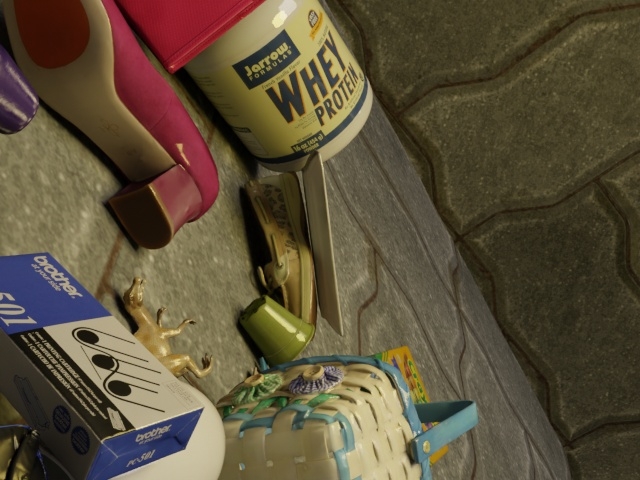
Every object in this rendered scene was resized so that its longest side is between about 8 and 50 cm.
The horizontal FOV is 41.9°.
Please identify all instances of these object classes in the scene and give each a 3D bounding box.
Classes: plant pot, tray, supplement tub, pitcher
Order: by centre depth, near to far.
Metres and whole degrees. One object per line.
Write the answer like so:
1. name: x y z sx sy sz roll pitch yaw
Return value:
1. pitcher: -0.145 0.198 0.655 0.177 0.125 0.207 49 20 12
2. plant pot: -0.065 0.117 1.123 0.079 0.083 0.083 46 22 -16
3. tray: 0.000 0.000 1.262 0.145 0.030 0.270 -105 -172 -81
4. supplement tub: -0.085 -0.293 1.332 0.325 0.235 0.235 52 22 -37

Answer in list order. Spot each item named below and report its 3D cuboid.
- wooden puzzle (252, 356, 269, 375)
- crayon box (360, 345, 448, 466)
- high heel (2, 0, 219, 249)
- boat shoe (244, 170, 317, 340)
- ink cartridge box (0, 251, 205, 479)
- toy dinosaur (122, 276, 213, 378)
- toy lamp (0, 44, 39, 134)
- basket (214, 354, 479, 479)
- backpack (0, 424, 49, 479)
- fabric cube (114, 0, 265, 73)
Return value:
1. wooden puzzle: -0.073 0.208 1.066 0.116 0.014 0.078 -78 144 -62
2. crayon box: 0.122 0.291 1.411 0.203 0.083 0.323 69 17 10
3. high heel: -0.228 -0.184 0.954 0.181 0.127 0.377 -64 141 -60
4. boat shoe: -0.058 0.025 1.264 0.104 0.089 0.285 87 -5 -56
5. ink cartridge box: -0.191 0.085 0.620 0.207 0.046 0.097 37 24 27
6. toy dinosaur: -0.163 0.130 0.874 0.093 0.053 0.183 4 60 -52
7. toy lamp: -0.347 -0.183 0.685 0.274 0.080 0.080 45 26 -45
8. basket: 0.015 0.223 0.900 0.289 0.255 0.201 1 78 -63
9. backpack: -0.217 0.187 0.513 0.098 0.101 0.120 1 60 -50
10. fabric cube: -0.166 -0.382 1.011 0.258 0.259 0.254 52 -1 -12
